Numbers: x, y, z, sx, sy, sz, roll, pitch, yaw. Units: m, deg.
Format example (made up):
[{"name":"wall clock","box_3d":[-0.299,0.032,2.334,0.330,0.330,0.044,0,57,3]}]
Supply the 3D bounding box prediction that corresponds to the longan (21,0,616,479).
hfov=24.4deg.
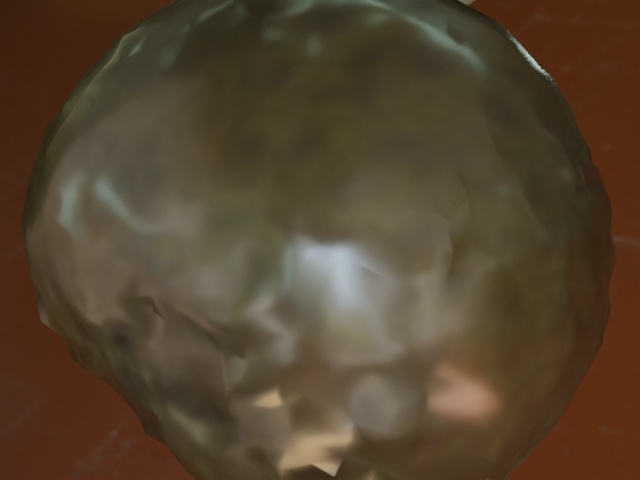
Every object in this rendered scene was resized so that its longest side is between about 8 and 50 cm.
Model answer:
[{"name":"longan","box_3d":[0.009,-0.003,1.112,0.404,0.404,0.436,-34,70,-27]}]

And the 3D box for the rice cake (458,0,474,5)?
[{"name":"rice cake","box_3d":[0.134,-0.264,1.423,0.237,0.127,0.043,-35,75,-17]}]
